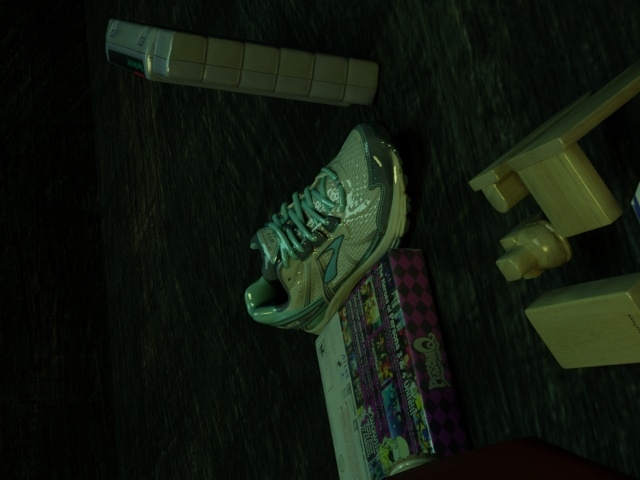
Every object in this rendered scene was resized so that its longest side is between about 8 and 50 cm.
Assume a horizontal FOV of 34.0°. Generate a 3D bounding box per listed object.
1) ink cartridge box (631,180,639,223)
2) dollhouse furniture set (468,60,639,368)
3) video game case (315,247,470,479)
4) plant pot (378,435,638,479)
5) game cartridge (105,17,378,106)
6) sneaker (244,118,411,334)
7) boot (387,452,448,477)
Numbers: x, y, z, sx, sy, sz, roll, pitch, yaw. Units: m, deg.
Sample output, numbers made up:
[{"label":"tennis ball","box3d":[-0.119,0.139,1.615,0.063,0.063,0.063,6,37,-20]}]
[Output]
[{"label":"ink cartridge box","box3d":[0.214,-0.076,0.423,0.333,0.065,0.165,93,172,-49]},{"label":"dollhouse furniture set","box3d":[0.195,-0.018,0.678,0.151,0.123,0.144,55,157,-5]},{"label":"video game case","box3d":[0.063,0.157,0.988,0.210,0.041,0.232,123,142,-54]},{"label":"plant pot","box3d":[0.092,0.286,0.648,0.267,0.235,0.268,-173,84,-69]},{"label":"game cartridge","box3d":[-0.108,-0.202,1.180,0.355,0.230,0.068,-147,60,-66]},{"label":"sneaker","box3d":[0.000,0.000,1.043,0.283,0.122,0.110,111,150,-42]},{"label":"boot","box3d":[0.094,0.231,0.811,0.085,0.059,0.158,-95,-14,-50]}]
